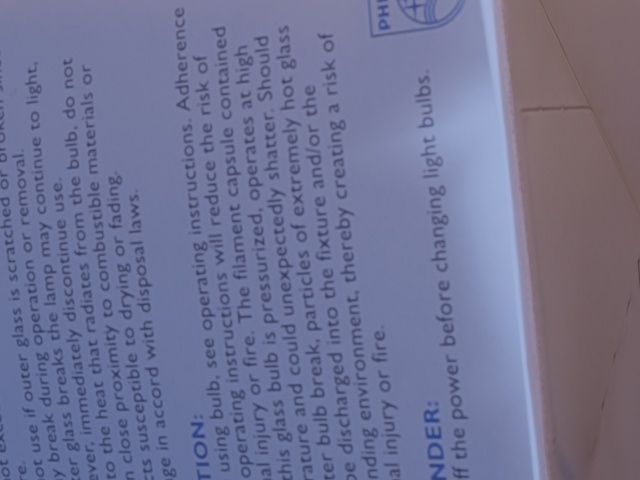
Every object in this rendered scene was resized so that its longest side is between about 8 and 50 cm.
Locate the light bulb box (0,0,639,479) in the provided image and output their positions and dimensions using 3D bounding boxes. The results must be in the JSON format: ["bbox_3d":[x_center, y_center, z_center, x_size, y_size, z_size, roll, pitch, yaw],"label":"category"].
[{"bbox_3d":[0.000,0.000,0.785,0.361,0.358,0.225,-5,91,32],"label":"light bulb box"}]
